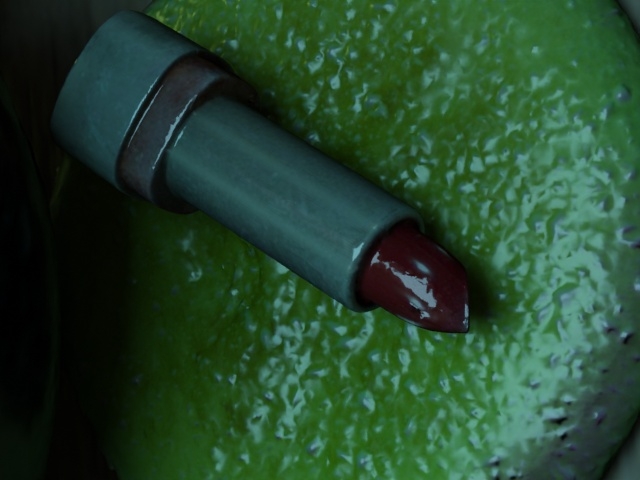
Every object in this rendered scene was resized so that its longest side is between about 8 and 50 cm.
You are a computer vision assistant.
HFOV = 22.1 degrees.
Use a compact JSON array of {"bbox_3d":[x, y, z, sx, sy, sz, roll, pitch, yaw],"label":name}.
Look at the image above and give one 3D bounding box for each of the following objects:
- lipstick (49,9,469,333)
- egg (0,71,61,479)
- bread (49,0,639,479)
[{"bbox_3d":[-0.014,-0.016,0.601,0.186,0.057,0.063,34,97,28],"label":"lipstick"},{"bbox_3d":[-0.269,0.044,0.626,0.345,0.345,0.428,13,122,34],"label":"egg"},{"bbox_3d":[0.005,-0.002,0.643,0.301,0.045,0.301,-5,80,32],"label":"bread"}]
